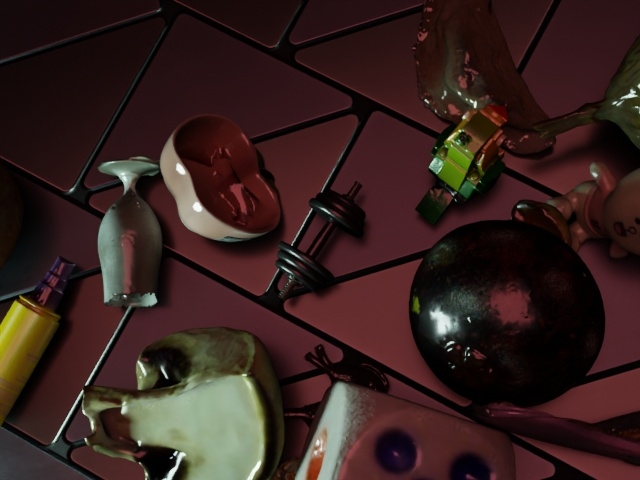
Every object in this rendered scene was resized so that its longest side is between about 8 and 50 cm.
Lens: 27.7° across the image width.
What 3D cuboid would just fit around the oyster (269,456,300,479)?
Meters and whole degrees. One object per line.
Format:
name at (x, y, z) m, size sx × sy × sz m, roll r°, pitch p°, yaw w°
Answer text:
oyster at (0.012, 0.366, 1.892) m, size 0.177 × 0.056 × 0.106 m, roll 6°, pitch 90°, yaw -5°

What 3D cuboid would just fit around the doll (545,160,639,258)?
doll at (0.446, -0.043, 1.840) m, size 0.113 × 0.275 × 0.155 m, roll -34°, pitch 108°, yaw -38°

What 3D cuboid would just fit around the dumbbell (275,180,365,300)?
dumbbell at (0.000, 0.000, 1.938) m, size 0.099 × 0.099 × 0.208 m, roll 33°, pitch 85°, yaw 11°

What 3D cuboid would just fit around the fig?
fig at (0.480, -0.204, 1.819) m, size 0.368 × 0.286 × 0.286 m, roll -11°, pitch 79°, yaw -1°

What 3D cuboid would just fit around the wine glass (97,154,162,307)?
wine glass at (-0.287, -0.011, 1.973) m, size 0.103 × 0.103 × 0.222 m, roll -3°, pitch 80°, yaw 6°

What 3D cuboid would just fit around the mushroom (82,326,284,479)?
mushroom at (-0.180, 0.262, 1.899) m, size 0.292 × 0.212 × 0.217 m, roll -18°, pitch 116°, yaw 9°

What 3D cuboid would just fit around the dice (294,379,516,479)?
dice at (0.108, 0.335, 1.758) m, size 0.251 × 0.259 × 0.243 m, roll 19°, pitch 81°, yaw -8°

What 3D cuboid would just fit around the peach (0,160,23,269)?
peach at (-0.570, -0.034, 1.941) m, size 0.252 × 0.252 × 0.253 m, roll -1°, pitch 80°, yaw 6°

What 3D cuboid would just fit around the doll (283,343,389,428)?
doll at (0.031, 0.236, 1.917) m, size 0.165 × 0.057 × 0.139 m, roll 28°, pitch 81°, yaw 5°

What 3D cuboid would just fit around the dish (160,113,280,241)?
dish at (-0.164, -0.081, 1.956) m, size 0.090 × 0.213 × 0.213 m, roll -34°, pitch 76°, yaw 33°

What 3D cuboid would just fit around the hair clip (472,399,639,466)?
hair clip at (0.345, 0.258, 1.779) m, size 0.358 × 0.110 × 0.096 m, roll 10°, pitch 112°, yaw -31°

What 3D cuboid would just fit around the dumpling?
dumpling at (0.224, -0.266, 1.970) m, size 0.166 × 0.086 × 0.332 m, roll -25°, pitch 74°, yaw -1°

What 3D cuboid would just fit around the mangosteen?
mangosteen at (0.265, 0.093, 1.817) m, size 0.288 × 0.288 × 0.288 m, roll -1°, pitch 80°, yaw 6°

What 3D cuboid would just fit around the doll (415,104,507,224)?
doll at (0.215, -0.121, 1.902) m, size 0.106 × 0.186 × 0.134 m, roll 41°, pitch 58°, yaw 12°

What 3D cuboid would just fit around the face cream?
face cream at (-0.453, 0.148, 1.972) m, size 0.078 × 0.078 × 0.273 m, roll 28°, pitch 85°, yaw 10°
